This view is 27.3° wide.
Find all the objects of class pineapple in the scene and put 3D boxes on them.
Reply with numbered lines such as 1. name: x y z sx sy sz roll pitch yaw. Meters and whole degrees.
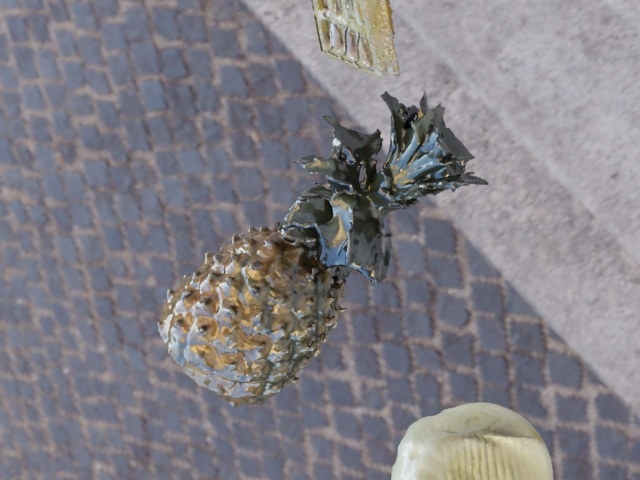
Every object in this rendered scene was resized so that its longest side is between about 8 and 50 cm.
1. pineapple: 0.000 0.000 0.917 0.251 0.125 0.125 -44 82 13

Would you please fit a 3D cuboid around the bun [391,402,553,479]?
1. bun: 0.186 0.319 1.701 0.229 0.229 0.145 64 158 -6

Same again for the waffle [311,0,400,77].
1. waffle: 0.015 -0.174 0.831 0.092 0.021 0.135 37 143 56
